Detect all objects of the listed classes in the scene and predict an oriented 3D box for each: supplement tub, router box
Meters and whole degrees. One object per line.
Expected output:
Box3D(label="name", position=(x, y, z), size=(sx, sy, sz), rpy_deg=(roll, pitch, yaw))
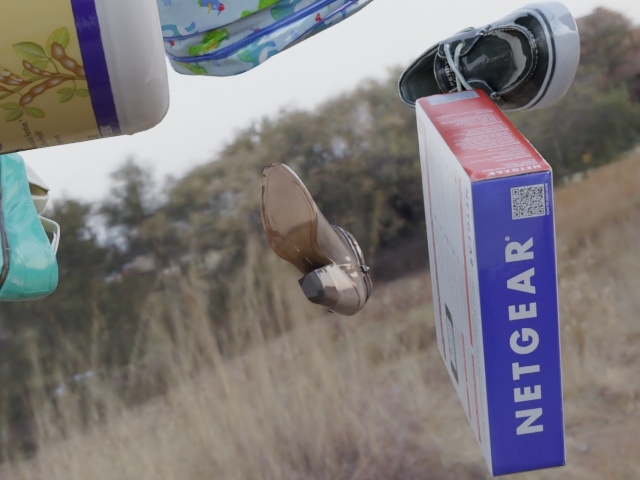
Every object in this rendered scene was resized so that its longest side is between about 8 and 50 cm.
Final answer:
Box3D(label="supplement tub", position=(-0.278, -0.166, 0.814), size=(0.331, 0.241, 0.241), rpy_deg=(-10, -2, -6))
Box3D(label="router box", position=(0.182, 0.037, 1.368), size=(0.082, 0.335, 0.301), rpy_deg=(-8, 23, -3))

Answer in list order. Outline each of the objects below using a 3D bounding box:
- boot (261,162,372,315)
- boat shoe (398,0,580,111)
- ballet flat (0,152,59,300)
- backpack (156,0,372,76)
Box3D(label="boot", position=(0.000, 0.000, 0.911), size=(0.042, 0.118, 0.087), rpy_deg=(-19, -4, 24))
Box3D(label="boat shoe", position=(0.195, -0.200, 1.520), size=(0.119, 0.121, 0.335), rpy_deg=(-11, -4, -19))
Box3D(label="ballet flat", position=(-0.323, -0.028, 1.315), size=(0.087, 0.247, 0.083), rpy_deg=(15, -52, -37))
Box3D(label="backpack", position=(-0.075, -0.347, 1.508), size=(0.290, 0.273, 0.355), rpy_deg=(13, 22, 36))
